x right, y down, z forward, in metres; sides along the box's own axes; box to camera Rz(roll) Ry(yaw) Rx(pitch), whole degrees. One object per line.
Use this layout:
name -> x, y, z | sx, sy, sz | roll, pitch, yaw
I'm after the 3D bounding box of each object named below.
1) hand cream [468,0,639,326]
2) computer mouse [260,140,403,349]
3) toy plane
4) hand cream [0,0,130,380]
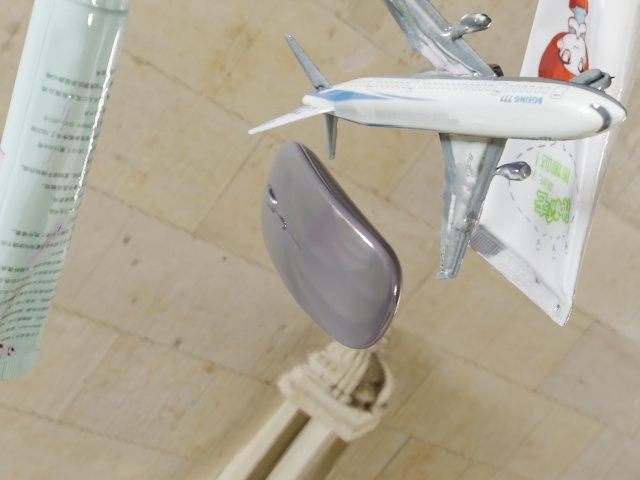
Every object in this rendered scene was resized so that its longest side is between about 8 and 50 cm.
hand cream -> 0.167, -0.120, 0.636 | 0.076, 0.336, 0.121 | 1, -156, -22
computer mouse -> -0.001, 0.000, 0.929 | 0.057, 0.120, 0.232 | -3, -138, -34
toy plane -> 0.056, -0.069, 0.488 | 0.226, 0.058, 0.226 | 4, 124, 44
hand cream -> -0.181, -0.039, 0.640 | 0.058, 0.331, 0.085 | 27, -158, 22
